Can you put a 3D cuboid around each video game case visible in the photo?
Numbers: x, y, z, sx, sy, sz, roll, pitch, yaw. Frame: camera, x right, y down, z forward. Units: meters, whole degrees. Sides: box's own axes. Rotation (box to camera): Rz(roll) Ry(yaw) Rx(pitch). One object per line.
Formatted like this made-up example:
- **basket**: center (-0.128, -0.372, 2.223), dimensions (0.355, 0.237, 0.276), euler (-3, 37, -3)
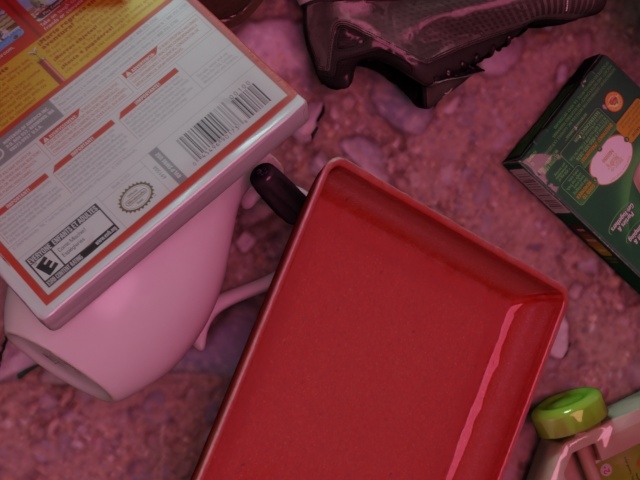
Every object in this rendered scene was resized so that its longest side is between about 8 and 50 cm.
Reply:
- **video game case**: center (-0.175, -0.108, 0.743), dimensions (0.204, 0.025, 0.285), euler (-41, 70, -12)

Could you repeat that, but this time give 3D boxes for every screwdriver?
- **screwdriver**: center (0.000, 0.000, 0.820), dimensions (0.170, 0.025, 0.024), euler (50, 53, -47)

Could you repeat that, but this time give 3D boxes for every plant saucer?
- **plant saucer**: center (0.037, 0.107, 0.810), dimensions (0.258, 0.048, 0.259), euler (27, 83, -37)

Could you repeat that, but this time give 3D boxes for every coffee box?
- **coffee box**: center (0.241, -0.039, 0.908), dimensions (0.184, 0.040, 0.113), euler (40, 80, -10)

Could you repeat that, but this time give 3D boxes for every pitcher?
- **pitcher**: center (-0.095, 0.013, 0.790), dimensions (0.178, 0.125, 0.207), euler (42, 68, -25)

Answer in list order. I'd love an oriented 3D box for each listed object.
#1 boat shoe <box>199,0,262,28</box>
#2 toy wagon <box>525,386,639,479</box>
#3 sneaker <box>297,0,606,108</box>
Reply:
- **boat shoe**: center (-0.077, -0.300, 0.803), dimensions (0.111, 0.104, 0.307), euler (-3, 108, -24)
- **toy wagon**: center (0.243, 0.232, 0.890), dimensions (0.344, 0.068, 0.267), euler (-23, 94, -13)
- **sneaker**: center (0.095, -0.149, 0.858), dimensions (0.234, 0.078, 0.106), euler (-4, 93, -11)
